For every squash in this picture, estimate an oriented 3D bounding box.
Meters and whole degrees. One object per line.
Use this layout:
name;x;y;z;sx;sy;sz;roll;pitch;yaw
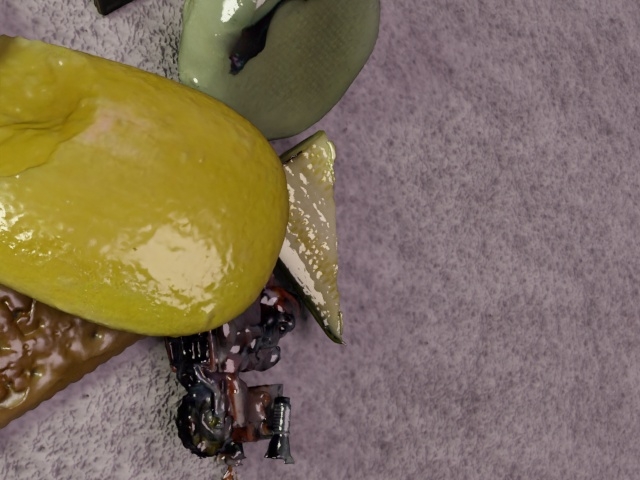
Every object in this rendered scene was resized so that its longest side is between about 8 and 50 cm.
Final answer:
squash;0.000;0.000;1.220;0.169;0.093;0.252;-40;104;-24

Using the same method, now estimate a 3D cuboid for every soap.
soap;-0.243;-0.064;0.979;0.427;0.115;0.306;20;61;-7

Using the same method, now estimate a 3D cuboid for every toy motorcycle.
toy motorcycle;-0.102;0.178;1.104;0.207;0.134;0.401;5;79;-51

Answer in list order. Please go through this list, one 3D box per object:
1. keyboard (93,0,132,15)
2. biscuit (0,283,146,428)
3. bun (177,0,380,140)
keyboard;-0.180;-0.408;1.163;0.317;0.027;0.106;-39;148;-31
biscuit;-0.331;0.075;1.025;0.324;0.044;0.217;-32;104;-32
bun;-0.071;-0.281;1.149;0.293;0.293;0.187;-23;53;-33
